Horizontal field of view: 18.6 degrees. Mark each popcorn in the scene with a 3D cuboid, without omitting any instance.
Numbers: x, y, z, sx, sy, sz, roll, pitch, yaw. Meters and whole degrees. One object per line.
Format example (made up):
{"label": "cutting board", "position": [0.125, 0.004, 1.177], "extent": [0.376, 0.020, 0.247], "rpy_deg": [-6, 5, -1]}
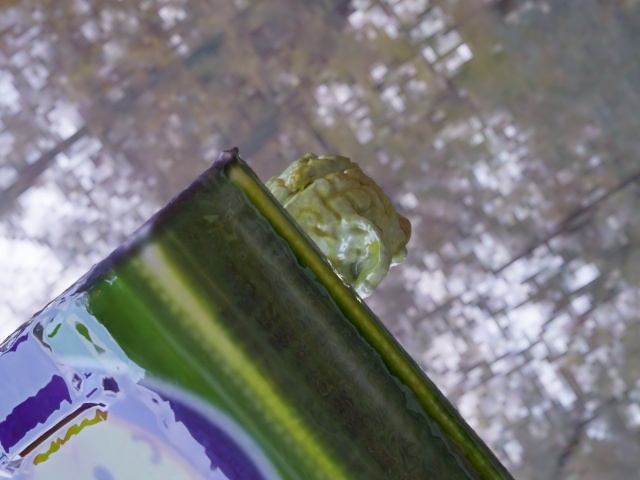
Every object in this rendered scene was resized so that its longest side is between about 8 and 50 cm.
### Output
{"label": "popcorn", "position": [0.000, 0.000, 1.560], "extent": [0.141, 0.162, 0.136], "rpy_deg": [24, -113, -47]}

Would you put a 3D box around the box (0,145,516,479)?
{"label": "box", "position": [0.039, 0.142, 0.586], "extent": [0.345, 0.134, 0.097], "rpy_deg": [50, -137, -3]}
